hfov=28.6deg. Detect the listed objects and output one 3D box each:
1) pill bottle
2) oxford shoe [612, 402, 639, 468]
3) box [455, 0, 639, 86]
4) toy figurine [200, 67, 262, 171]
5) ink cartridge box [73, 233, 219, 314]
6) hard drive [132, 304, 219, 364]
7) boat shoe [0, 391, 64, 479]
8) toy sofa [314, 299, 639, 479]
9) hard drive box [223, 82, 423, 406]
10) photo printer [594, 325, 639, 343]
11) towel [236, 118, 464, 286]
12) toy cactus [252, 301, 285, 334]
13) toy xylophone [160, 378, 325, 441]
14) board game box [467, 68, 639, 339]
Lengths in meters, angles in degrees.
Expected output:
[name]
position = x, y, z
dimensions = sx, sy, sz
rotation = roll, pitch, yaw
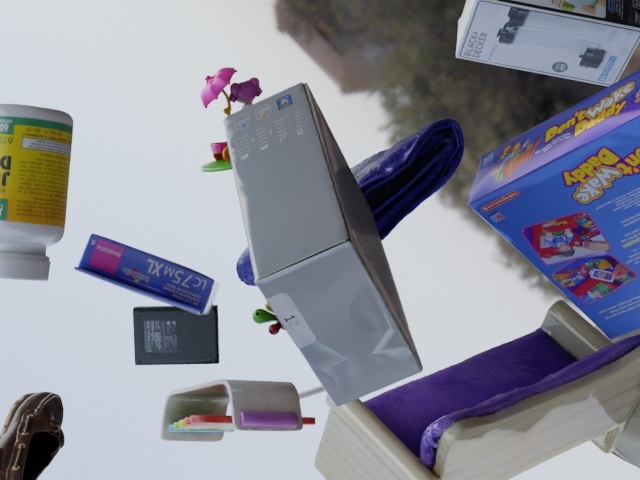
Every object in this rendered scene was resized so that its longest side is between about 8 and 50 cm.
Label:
[pill bottle]
position = -0.368, -0.057, 1.536
dimensions = 0.118, 0.208, 0.117
rotation = 5, 178, 0
[oxford shoe]
position = 0.471, 0.252, 1.532
dimensions = 0.397, 0.140, 0.146
rotation = 26, -174, 3
[box]
position = 0.390, -0.367, 2.148
dimensions = 0.290, 0.169, 0.087
rotation = 11, -120, -3
[toy figurine]
position = -0.130, -0.210, 2.078
dimensions = 0.130, 0.173, 0.159
rotation = 13, 117, 64
[ink cartridge box]
position = -0.243, 0.052, 1.812
dimensions = 0.186, 0.065, 0.311
rotation = 21, 178, -2
[hard drive]
position = -0.230, 0.151, 2.007
dimensions = 0.022, 0.135, 0.094
rotation = -76, -15, -84
[boat shoe]
position = -0.329, 0.235, 1.431
dimensions = 0.207, 0.073, 0.073
rotation = -69, -34, -64
[toy sofa]
position = 0.183, 0.169, 1.329
dimensions = 0.363, 0.177, 0.150
rotation = -16, -135, -37
[hard drive box]
position = 0.000, 0.000, 1.134
dimensions = 0.232, 0.089, 0.181
rotation = -105, -11, -49
[photo printer]
position = 0.581, 0.204, 2.043
dimensions = 0.308, 0.107, 0.256
rotation = -28, -98, -35
[towel]
position = 0.033, -0.027, 1.474
dimensions = 0.076, 0.228, 0.308
rotation = 54, 159, -5
[toy cactus]
position = -0.012, 0.131, 2.358
dimensions = 0.112, 0.219, 0.180
rotation = 26, 140, 56
[toy xylophone]
position = -0.120, 0.274, 2.011
dimensions = 0.236, 0.081, 0.323
rotation = 3, 167, -20
[board game box]
position = 0.350, -0.053, 1.202
dimensions = 0.233, 0.347, 0.078
rotation = 41, -135, -21
